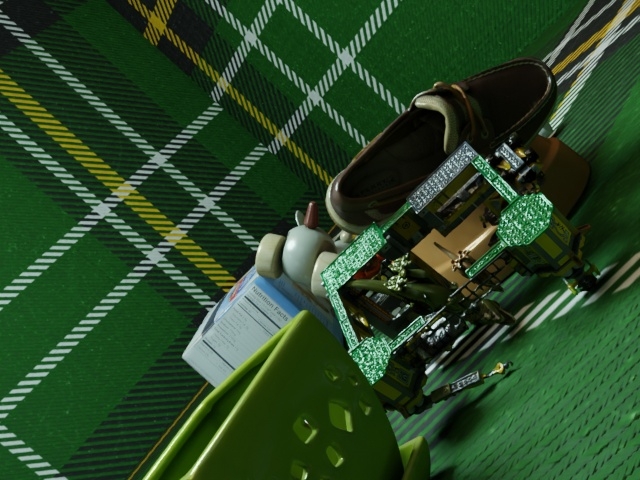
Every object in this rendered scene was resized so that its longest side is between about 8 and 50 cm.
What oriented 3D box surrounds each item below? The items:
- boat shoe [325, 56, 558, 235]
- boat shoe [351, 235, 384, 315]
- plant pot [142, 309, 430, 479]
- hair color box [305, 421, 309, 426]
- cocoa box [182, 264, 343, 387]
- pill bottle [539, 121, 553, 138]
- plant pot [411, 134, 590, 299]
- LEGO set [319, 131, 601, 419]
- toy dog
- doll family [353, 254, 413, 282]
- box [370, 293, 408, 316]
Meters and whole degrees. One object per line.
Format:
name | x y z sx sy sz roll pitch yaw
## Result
boat shoe | 0.157 -0.130 0.933 0.342 0.123 0.123 -30 -14 -6
boat shoe | 0.085 0.073 1.690 0.109 0.091 0.305 -45 5 27
plant pot | -0.040 0.243 0.708 0.228 0.207 0.227 -43 7 39
hair color box | -0.072 0.344 1.105 0.167 0.053 0.093 -46 5 31
cocoa box | -0.105 0.189 1.590 0.228 0.231 0.347 -47 5 7
pill bottle | 0.365 -0.177 1.384 0.116 0.065 0.065 -45 5 35
plant pot | 0.212 -0.077 1.107 0.291 0.203 0.291 -46 5 5
LEGO set | 0.169 0.061 0.866 0.331 0.192 0.255 -49 33 7
toy dog | 0.000 0.000 1.455 0.333 0.220 0.160 -95 20 -81
doll family | 0.173 0.015 1.353 0.263 0.118 0.163 -44 -14 -7
box | 0.114 0.113 1.141 0.052 0.083 0.062 -47 4 -2
